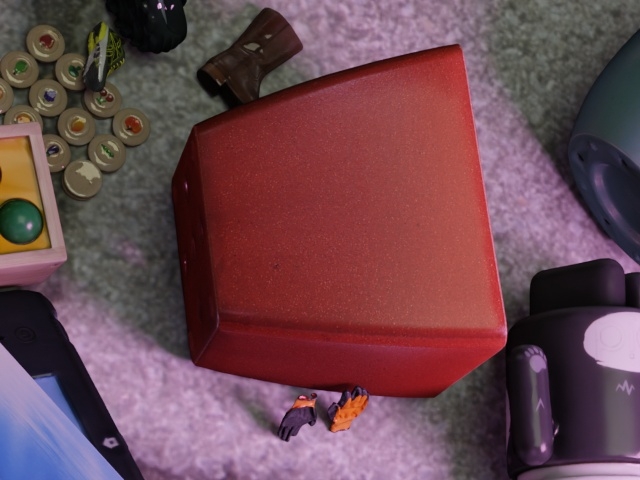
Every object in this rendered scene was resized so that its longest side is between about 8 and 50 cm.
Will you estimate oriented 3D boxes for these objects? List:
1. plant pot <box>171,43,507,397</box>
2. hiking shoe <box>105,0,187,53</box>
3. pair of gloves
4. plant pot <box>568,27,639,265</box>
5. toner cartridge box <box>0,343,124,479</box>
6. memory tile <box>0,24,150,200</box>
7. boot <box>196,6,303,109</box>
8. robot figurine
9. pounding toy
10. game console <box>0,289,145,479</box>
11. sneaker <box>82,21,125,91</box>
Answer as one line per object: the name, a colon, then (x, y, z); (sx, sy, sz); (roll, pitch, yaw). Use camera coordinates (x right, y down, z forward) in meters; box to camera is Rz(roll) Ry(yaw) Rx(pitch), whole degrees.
plant pot: (0.000, 0.000, 1.750); (0.236, 0.267, 0.267); (-5, 76, -12)
hiking shoe: (-0.145, -0.323, 1.849); (0.132, 0.113, 0.304); (-5, 77, -24)
pair of gloves: (0.003, 0.158, 1.794); (0.083, 0.074, 0.010); (-7, 57, -25)
plant pot: (0.387, -0.095, 1.930); (0.235, 0.293, 0.293); (-37, 91, -13)
toner cartridge box: (-0.269, 0.166, 1.433); (0.348, 0.075, 0.165); (47, 55, 3)
memory tile: (-0.235, -0.118, 1.806); (0.148, 0.012, 0.113); (44, 63, -6)
boot: (-0.047, -0.159, 1.889); (0.106, 0.037, 0.114); (48, 58, -3)
robot figurine: (0.256, 0.163, 1.850); (0.209, 0.173, 0.278); (4, 73, -11)
pounding toy: (-0.340, -0.048, 1.693); (0.206, 0.094, 0.181); (-8, 78, -26)
game console: (-0.308, 0.196, 1.552); (0.342, 0.060, 0.386); (-12, 48, -25)
sneaker: (-0.195, -0.167, 1.817); (0.035, 0.031, 0.083); (27, 44, -27)
